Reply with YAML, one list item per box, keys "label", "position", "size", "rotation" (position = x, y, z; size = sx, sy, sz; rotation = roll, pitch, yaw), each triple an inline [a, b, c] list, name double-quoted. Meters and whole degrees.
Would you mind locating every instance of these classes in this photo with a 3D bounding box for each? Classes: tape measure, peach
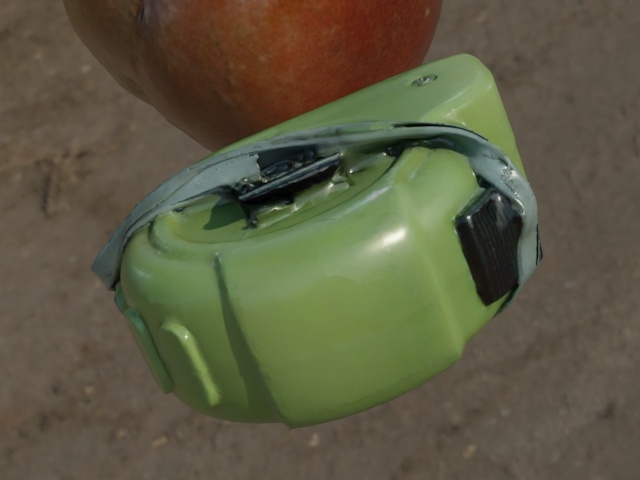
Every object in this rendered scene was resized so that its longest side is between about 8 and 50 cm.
- label: "tape measure"
  position: [0.000, 0.000, 0.651]
  size: [0.200, 0.106, 0.175]
  rotation: [-19, 22, -1]
- label: "peach"
  position: [-0.043, -0.177, 0.971]
  size: [0.252, 0.252, 0.252]
  rotation: [-14, 31, 9]
